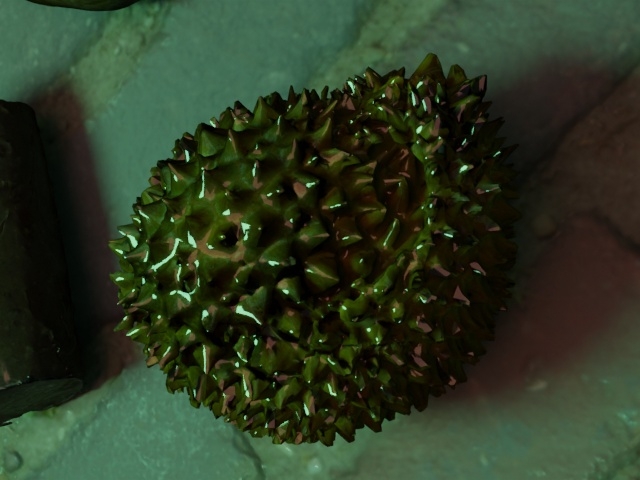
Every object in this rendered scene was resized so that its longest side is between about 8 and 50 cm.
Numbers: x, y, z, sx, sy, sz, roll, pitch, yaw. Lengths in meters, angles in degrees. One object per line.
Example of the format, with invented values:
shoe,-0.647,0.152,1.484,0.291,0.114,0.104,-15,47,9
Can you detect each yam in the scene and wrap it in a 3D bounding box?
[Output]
yam,-0.277,0.014,0.880,0.131,0.131,0.279,-17,78,22

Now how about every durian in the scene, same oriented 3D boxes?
durian,0.002,0.011,0.698,0.293,0.258,0.258,-20,79,11

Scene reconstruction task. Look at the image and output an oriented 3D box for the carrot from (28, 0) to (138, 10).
carrot,-0.267,-0.283,0.890,0.302,0.139,0.138,25,97,30
